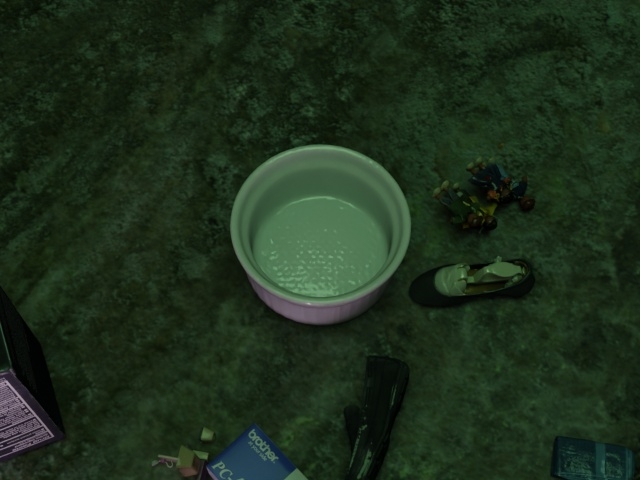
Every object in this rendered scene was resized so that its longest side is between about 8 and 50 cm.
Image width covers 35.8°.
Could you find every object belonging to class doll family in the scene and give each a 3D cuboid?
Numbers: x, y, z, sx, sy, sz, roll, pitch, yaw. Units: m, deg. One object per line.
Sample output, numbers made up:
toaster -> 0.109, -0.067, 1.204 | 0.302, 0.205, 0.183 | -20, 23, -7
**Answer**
doll family -> 0.278, -0.071, 1.640 | 0.193, 0.076, 0.111 | -37, 65, -20

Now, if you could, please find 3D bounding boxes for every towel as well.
towel -> 0.404, 0.329, 1.464 | 0.119, 0.029, 0.067 | 9, 63, 4

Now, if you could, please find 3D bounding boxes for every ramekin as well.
ramekin -> 0.000, 0.000, 1.568 | 0.277, 0.135, 0.277 | 0, 63, 0

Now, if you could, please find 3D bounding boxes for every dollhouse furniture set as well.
dollhouse furniture set -> -0.209, 0.300, 1.431 | 0.081, 0.114, 0.091 | 8, 66, 9

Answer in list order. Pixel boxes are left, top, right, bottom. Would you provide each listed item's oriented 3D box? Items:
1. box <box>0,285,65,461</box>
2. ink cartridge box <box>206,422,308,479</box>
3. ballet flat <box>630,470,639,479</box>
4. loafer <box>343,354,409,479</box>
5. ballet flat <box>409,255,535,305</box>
box -> -0.549, 0.207, 1.373 | 0.296, 0.294, 0.183 | -19, 63, -10
ink cartridge box -> -0.062, 0.374, 1.431 | 0.097, 0.046, 0.207 | -40, 70, -19
ballet flat -> 0.492, 0.372, 1.402 | 0.123, 0.123, 0.348 | 37, 68, 16
loafer -> 0.069, 0.272, 1.469 | 0.078, 0.076, 0.223 | 14, 59, 12
ballet flat -> 0.244, 0.060, 1.576 | 0.203, 0.074, 0.074 | -5, 64, -2
